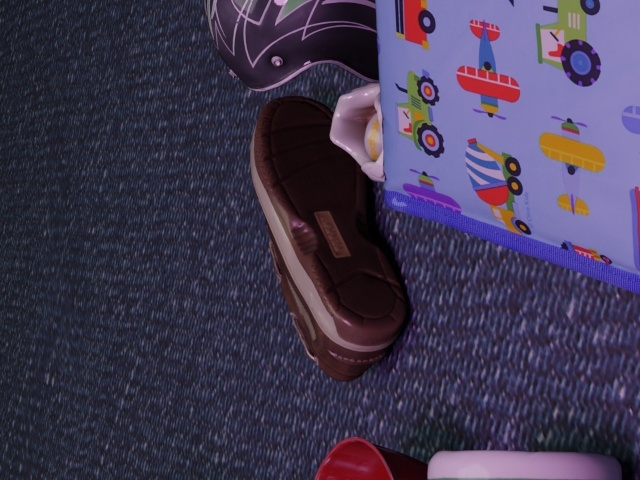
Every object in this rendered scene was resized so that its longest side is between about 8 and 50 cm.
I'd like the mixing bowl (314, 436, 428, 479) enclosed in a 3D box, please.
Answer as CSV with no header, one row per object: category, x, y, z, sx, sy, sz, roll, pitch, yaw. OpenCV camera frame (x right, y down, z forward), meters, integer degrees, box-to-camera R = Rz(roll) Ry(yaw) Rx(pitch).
mixing bowl,0.063,0.224,1.273,0.181,0.098,0.181,-176,90,-68

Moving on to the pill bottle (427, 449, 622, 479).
pill bottle,0.119,0.229,1.109,0.117,0.118,0.208,164,109,-66

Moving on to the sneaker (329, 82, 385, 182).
sneaker,0.082,-0.057,1.294,0.229,0.092,0.087,-151,70,-65

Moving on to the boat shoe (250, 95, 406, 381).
boat shoe,-0.008,0.000,1.505,0.095,0.095,0.257,110,154,-46

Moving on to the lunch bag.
lunch bag,0.161,-0.091,1.006,0.293,0.138,0.221,32,133,51

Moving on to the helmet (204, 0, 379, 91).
helmet,-0.007,-0.195,1.448,0.169,0.161,0.169,-175,90,-68
